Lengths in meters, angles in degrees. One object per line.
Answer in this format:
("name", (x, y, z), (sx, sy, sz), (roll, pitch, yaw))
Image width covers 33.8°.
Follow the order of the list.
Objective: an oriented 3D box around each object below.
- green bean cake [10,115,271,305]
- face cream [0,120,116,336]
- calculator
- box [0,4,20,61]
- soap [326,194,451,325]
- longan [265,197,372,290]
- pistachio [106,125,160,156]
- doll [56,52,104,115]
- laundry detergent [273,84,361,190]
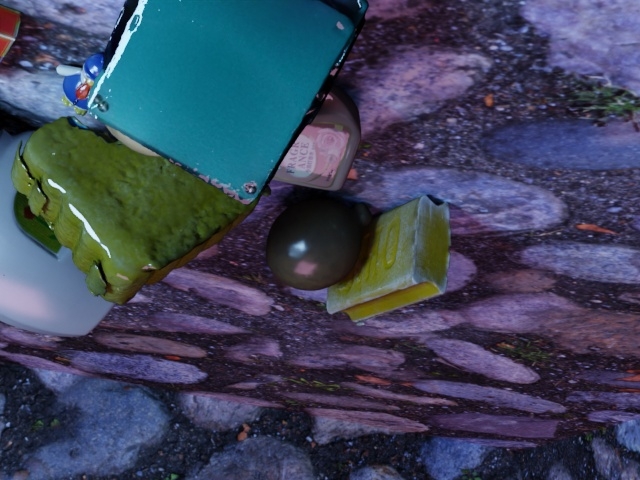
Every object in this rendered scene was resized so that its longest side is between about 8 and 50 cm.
("green bean cake", (-0.276, -0.080, 1.582), (0.310, 0.285, 0.202), (-32, 174, -31))
("face cream", (-0.470, -0.029, 1.690), (0.357, 0.312, 0.219), (38, 151, -21))
("calculator", (-0.111, -0.205, 1.200), (0.248, 0.274, 0.058), (27, -159, -4))
("box", (-0.486, -0.272, 1.427), (0.112, 0.048, 0.175), (18, 156, -25))
("soap", (0.121, 0.039, 1.878), (0.089, 0.173, 0.274), (20, 155, -27))
("longan", (0.000, 0.000, 1.856), (0.204, 0.159, 0.185), (-33, 174, -1))
("pistachio", (-0.149, -0.203, 1.343), (0.299, 0.187, 0.187), (-13, 152, 28))
("doll", (-0.326, -0.226, 1.496), (0.099, 0.058, 0.143), (37, 144, -16))
("laundry detergent", (-0.062, -0.166, 1.502), (0.237, 0.076, 0.171), (12, 129, -11))
